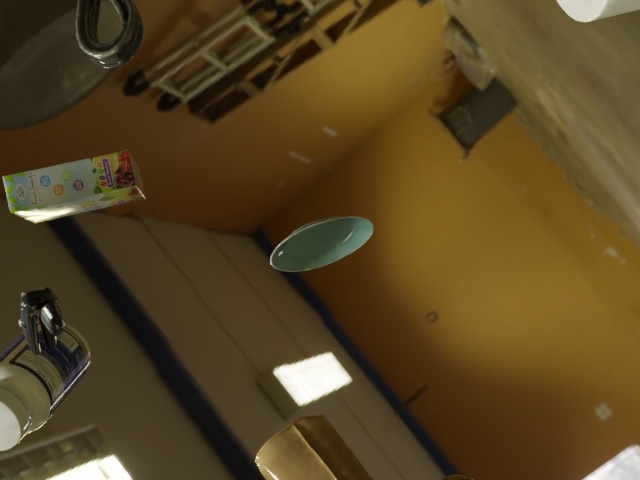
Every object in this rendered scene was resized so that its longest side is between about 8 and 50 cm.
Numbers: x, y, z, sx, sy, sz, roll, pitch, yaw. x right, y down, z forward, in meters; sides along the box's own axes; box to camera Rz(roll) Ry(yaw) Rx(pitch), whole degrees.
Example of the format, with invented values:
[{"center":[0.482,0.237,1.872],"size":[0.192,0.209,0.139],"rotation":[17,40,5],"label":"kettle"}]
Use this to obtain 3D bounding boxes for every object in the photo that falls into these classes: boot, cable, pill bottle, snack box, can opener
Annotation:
[{"center":[0.065,0.350,1.227],"size":[0.269,0.236,0.089],"rotation":[43,156,41],"label":"boot"},{"center":[-0.239,-0.307,0.857],"size":[0.072,0.140,0.287],"rotation":[68,-159,-59],"label":"cable"},{"center":[-0.570,0.277,1.597],"size":[0.153,0.153,0.264],"rotation":[48,-155,-10],"label":"pill bottle"},{"center":[-0.417,-0.090,1.420],"size":[0.174,0.207,0.070],"rotation":[142,116,-83],"label":"snack box"},{"center":[-0.428,0.130,1.249],"size":[0.059,0.186,0.073],"rotation":[-11,-114,-27],"label":"can opener"}]

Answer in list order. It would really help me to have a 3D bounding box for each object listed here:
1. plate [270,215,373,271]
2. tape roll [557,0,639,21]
[{"center":[0.000,0.000,1.420],"size":[0.188,0.188,0.024],"rotation":[29,-144,-62],"label":"plate"},{"center":[0.414,-0.474,1.214],"size":[0.286,0.100,0.286],"rotation":[165,90,-88],"label":"tape roll"}]
